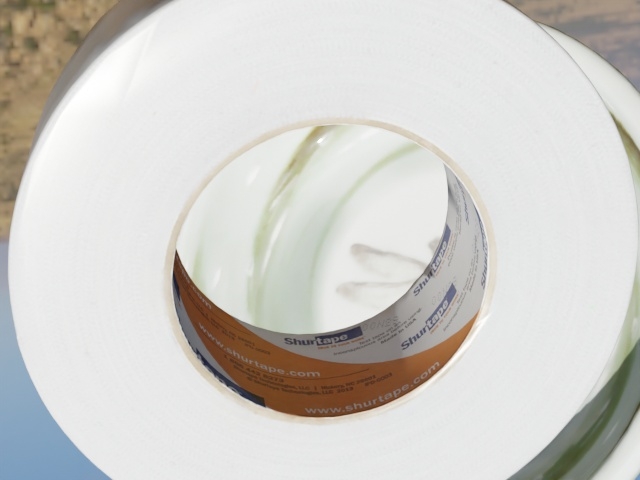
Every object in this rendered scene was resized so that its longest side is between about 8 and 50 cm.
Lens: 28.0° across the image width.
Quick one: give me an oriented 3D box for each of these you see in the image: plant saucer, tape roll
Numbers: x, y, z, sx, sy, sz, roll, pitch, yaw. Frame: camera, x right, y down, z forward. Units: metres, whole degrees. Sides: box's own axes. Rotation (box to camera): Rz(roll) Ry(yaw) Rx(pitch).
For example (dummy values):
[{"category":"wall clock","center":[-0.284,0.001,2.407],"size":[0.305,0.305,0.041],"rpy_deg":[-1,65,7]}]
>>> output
[{"category":"plant saucer","center":[0.077,0.039,0.909],"size":[0.400,0.401,0.100],"rpy_deg":[-5,165,28]},{"category":"tape roll","center":[0.000,0.000,0.472],"size":[0.219,0.219,0.072],"rpy_deg":[-5,-157,-4]}]
